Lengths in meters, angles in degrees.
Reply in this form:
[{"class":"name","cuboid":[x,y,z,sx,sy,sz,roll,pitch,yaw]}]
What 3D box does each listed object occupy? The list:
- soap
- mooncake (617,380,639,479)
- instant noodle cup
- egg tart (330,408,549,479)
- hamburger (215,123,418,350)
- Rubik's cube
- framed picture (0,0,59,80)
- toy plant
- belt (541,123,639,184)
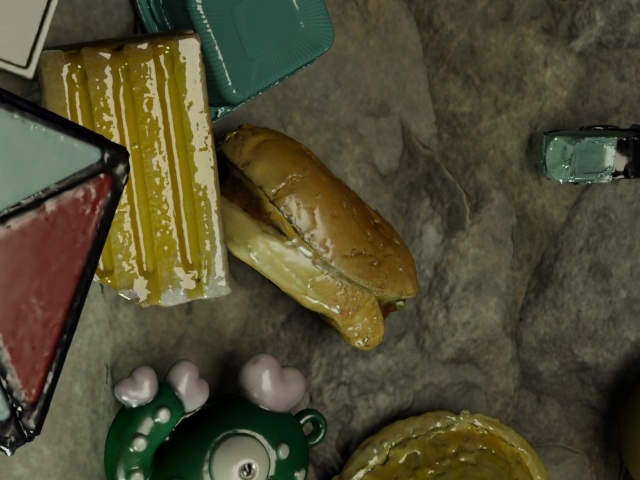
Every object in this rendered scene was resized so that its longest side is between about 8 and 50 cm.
[{"class":"soap","cuboid":[-0.160,-0.059,1.421,0.140,0.073,0.232,-8,103,-6]},{"class":"mooncake","cuboid":[0.460,0.228,1.841,0.235,0.117,0.235,13,55,-19]},{"class":"instant noodle cup","cuboid":[-0.066,-0.202,1.493,0.179,0.070,0.157,-34,117,-27]},{"class":"egg tart","cuboid":[0.127,0.339,1.670,0.341,0.132,0.341,-7,102,-33]},{"class":"hamburger","cuboid":[0.000,0.000,1.532,0.262,0.131,0.124,38,88,-33]},{"class":"Rubik's cube","cuboid":[-0.327,-0.008,1.231,0.248,0.246,0.250,22,84,-35]},{"class":"framed picture","cuboid":[-0.304,-0.232,1.323,0.203,0.015,0.150,18,87,-21]},{"class":"toy plant","cuboid":[-0.095,0.218,1.509,0.243,0.112,0.233,-4,104,-28]},{"class":"belt","cuboid":[0.296,-0.090,1.739,0.140,0.105,0.058,-5,101,-24]}]
